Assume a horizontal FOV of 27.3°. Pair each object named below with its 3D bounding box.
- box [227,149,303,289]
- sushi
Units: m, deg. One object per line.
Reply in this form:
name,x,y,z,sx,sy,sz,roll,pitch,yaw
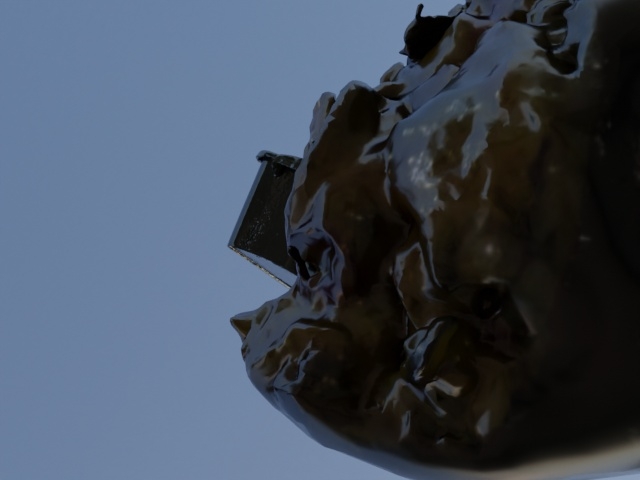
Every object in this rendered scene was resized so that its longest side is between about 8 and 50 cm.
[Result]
box,0.000,0.000,0.858,0.122,0.084,0.069,38,-104,-52
sushi,0.084,-0.010,0.511,0.204,0.200,0.213,13,-95,-9
